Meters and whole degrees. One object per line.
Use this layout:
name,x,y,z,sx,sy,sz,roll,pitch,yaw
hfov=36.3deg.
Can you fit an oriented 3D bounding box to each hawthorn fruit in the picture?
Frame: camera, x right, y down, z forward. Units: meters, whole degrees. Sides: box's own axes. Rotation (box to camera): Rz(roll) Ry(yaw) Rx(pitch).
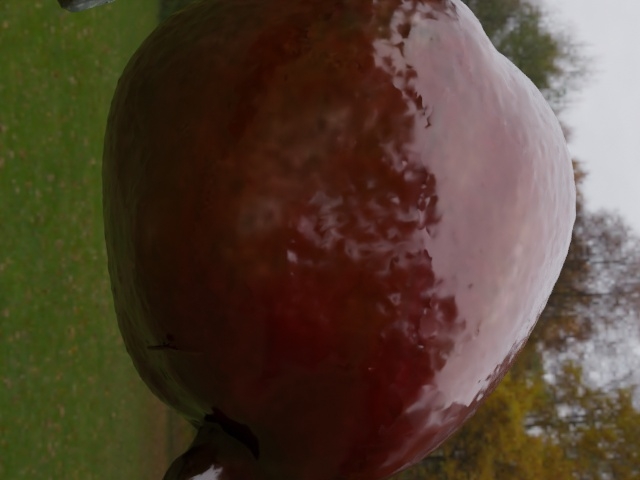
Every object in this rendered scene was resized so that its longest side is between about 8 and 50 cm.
hawthorn fruit,0.013,-0.011,0.590,0.295,0.294,0.312,109,-28,-71

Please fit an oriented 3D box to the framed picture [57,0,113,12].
framed picture,-0.070,-0.196,0.456,0.015,0.203,0.150,-31,-91,51
